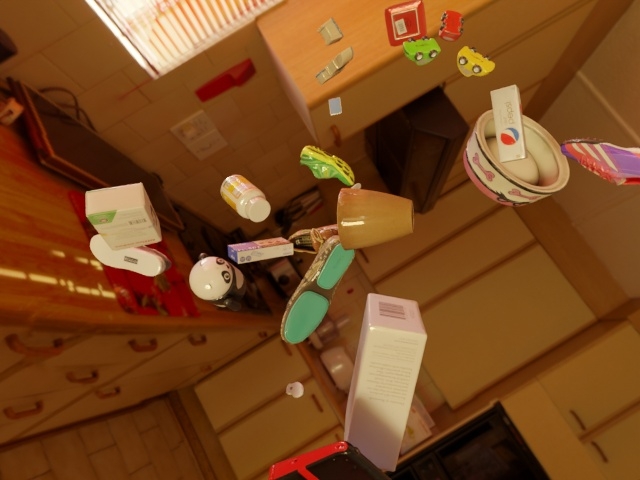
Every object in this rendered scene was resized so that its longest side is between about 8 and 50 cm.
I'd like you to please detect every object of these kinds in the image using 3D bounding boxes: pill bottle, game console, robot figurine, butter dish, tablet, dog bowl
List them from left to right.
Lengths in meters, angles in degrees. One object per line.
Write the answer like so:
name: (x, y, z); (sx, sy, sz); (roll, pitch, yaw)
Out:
robot figurine: (-0.392, 0.163, 1.654); (0.209, 0.173, 0.278); (14, -15, 15)
pill bottle: (-0.273, -0.152, 1.557); (0.208, 0.118, 0.117); (39, -14, 42)
tablet: (0.069, -0.624, 1.970); (0.006, 0.054, 0.083); (44, 39, -71)
game console: (0.078, 0.690, 1.120); (0.386, 0.342, 0.060); (45, 30, -12)
butter dish: (0.358, -0.920, 1.771); (0.118, 0.160, 0.160); (-75, 153, -45)
dog bowl: (0.741, -0.310, 1.646); (0.407, 0.408, 0.150); (58, -30, 18)

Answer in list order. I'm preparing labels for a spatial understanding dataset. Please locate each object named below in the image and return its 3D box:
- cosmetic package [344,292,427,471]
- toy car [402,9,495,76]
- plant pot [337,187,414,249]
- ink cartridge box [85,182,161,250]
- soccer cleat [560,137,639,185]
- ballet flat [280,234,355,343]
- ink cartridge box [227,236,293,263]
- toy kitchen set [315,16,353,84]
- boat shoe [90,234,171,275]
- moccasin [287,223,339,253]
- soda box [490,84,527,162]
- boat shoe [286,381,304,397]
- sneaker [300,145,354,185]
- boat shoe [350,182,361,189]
cosmetic package: (0.182, 0.416, 1.269); (0.230, 0.162, 0.452); (-70, 169, -73)
toy car: (0.315, -0.505, 1.120); (0.053, 0.225, 0.238); (108, -35, -62)
plant pot: (0.211, -0.082, 1.561); (0.237, 0.255, 0.236); (-1, 90, -73)
ink cartridge box: (-0.580, -0.065, 1.264); (0.212, 0.155, 0.093); (100, -25, -60)
soccer cleat: (0.873, -0.231, 1.278); (0.109, 0.116, 0.318); (13, 11, -43)
ballet flat: (-0.020, 0.192, 1.744); (0.164, 0.482, 0.182); (30, -1, -22)
ink cartridge box: (-0.208, 0.033, 1.480); (0.097, 0.207, 0.046); (24, -62, 56)
toy kitchen set: (0.042, -0.762, 1.697); (0.166, 0.122, 0.207); (54, -27, -12)
boat shoe: (-0.704, 0.051, 1.581); (0.302, 0.108, 0.102); (16, 7, 8)
moccasin: (-0.001, -0.003, 1.939); (0.380, 0.147, 0.139); (4, -69, 39)
soda box: (0.569, -0.347, 1.276); (0.069, 0.074, 0.215); (-15, 97, -57)
boat shoe: (-0.076, 0.503, 1.423); (0.040, 0.049, 0.142); (21, -21, -16)
sneaker: (0.035, -0.352, 2.072); (0.296, 0.123, 0.109); (31, 37, -2)
boat shoe: (0.160, -0.252, 2.117); (0.035, 0.100, 0.035); (23, -27, 55)
